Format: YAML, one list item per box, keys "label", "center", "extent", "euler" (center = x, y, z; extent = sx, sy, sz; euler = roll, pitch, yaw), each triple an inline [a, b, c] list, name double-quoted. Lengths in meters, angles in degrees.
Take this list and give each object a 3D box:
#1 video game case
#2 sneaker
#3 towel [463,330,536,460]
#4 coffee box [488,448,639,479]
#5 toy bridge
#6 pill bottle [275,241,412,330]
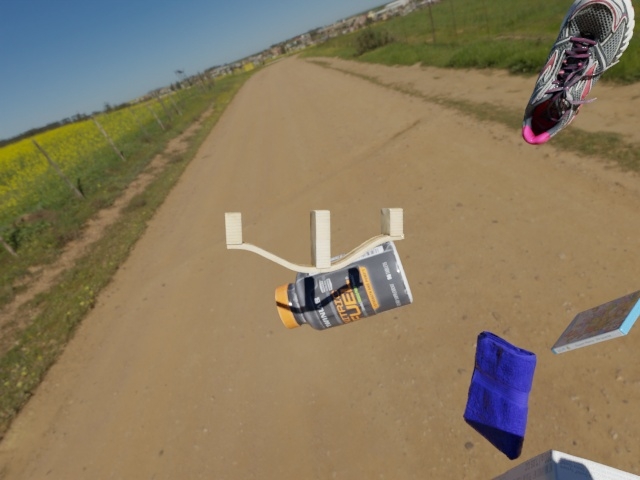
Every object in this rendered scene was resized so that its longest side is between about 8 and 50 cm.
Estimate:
- label: "video game case"
  center: [0.513, 0.151, 0.744]
  extent: [0.119, 0.015, 0.166]
  euler: [-37, -15, -25]
- label: "sneaker"
  center: [0.489, -0.319, 0.783]
  extent: [0.121, 0.299, 0.112]
  euler: [31, 56, 27]
- label: "towel"
  center: [0.519, 0.445, 1.198]
  extent: [0.076, 0.307, 0.228]
  euler: [6, 3, -12]
- label: "coffee box"
  center: [0.410, 0.543, 0.537]
  extent: [0.339, 0.337, 0.334]
  euler: [15, 49, 8]
- label: "toy bridge"
  center: [0.000, 0.000, 0.410]
  extent: [0.188, 0.063, 0.026]
  euler: [-2, 6, -16]
- label: "pill bottle"
  center: [0.040, 0.095, 0.774]
  extent: [0.246, 0.130, 0.130]
  euler: [-19, 26, 9]
